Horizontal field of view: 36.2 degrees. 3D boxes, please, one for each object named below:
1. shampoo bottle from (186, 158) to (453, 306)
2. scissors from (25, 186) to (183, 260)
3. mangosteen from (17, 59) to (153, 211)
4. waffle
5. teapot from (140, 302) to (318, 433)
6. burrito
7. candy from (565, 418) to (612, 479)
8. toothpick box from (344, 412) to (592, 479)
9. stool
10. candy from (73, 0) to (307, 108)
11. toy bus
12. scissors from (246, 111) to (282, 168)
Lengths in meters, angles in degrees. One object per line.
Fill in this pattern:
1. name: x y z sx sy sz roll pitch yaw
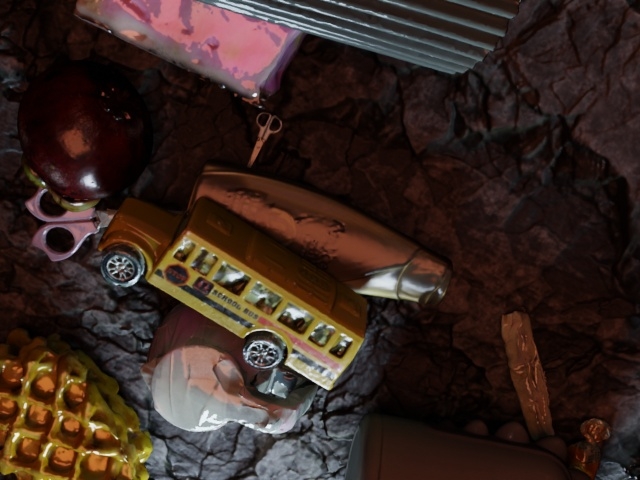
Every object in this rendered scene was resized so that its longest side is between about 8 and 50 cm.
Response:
1. shampoo bottle: 0.000 0.000 1.278 0.350 0.084 0.125 20 108 -2
2. scissors: -0.291 -0.029 1.322 0.212 0.021 0.110 -2 104 5
3. mangosteen: -0.305 -0.127 1.237 0.200 0.200 0.199 1 102 3
4. waffle: -0.379 0.288 1.332 0.261 0.151 0.324 -26 100 12
5. teapot: -0.131 0.189 1.276 0.163 0.178 0.221 -42 97 11
6. burrito: 0.280 0.183 1.320 0.045 0.041 0.185 -15 98 15
7. candy: 0.351 0.330 1.343 0.053 0.046 0.182 16 100 -2
8. toothpick box: 0.192 0.340 1.275 0.317 0.229 0.229 10 102 -1
9. stool: 0.027 -0.352 1.046 0.330 0.297 0.297 7 103 -20
10. candy: -0.153 -0.271 1.195 0.265 0.155 0.115 25 107 -2
11. toy bus: -0.103 0.050 1.208 0.336 0.121 0.123 33 117 -12
12. scissors: -0.080 -0.129 1.295 0.036 0.006 0.083 24 102 -3
